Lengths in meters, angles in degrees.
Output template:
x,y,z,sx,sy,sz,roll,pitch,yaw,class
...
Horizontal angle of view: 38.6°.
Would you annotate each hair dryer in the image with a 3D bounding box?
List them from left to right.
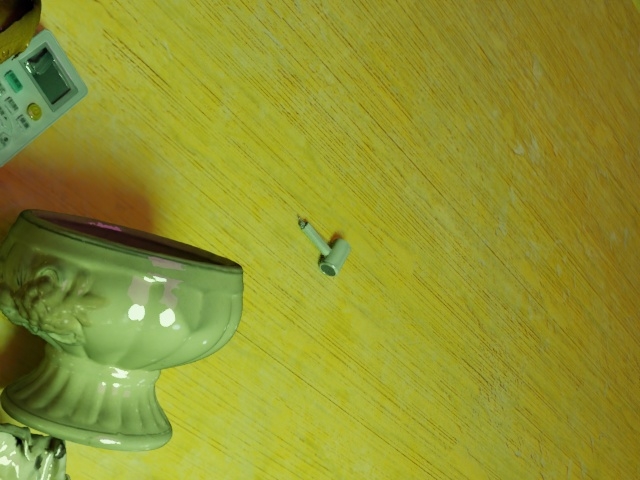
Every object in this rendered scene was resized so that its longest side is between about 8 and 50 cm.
x,y,z,sx,sy,sz,roll,pitch,yaw,class
0.000,0.000,1.587,0.124,0.038,0.063,49,52,-24,hair dryer

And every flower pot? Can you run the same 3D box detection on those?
x,y,z,sx,sy,sz,roll,pitch,yaw,class
-0.259,0.110,1.123,0.307,0.307,0.244,13,92,-46,flower pot

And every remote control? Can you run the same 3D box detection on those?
x,y,z,sx,sy,sz,roll,pitch,yaw,class
-0.411,-0.151,1.137,0.293,0.051,0.103,-52,124,-40,remote control

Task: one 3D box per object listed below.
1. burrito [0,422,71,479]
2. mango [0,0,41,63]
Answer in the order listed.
x,y,z,sx,sy,sz,roll,pitch,yaw,class
-0.444,0.267,1.008,0.332,0.135,0.190,25,84,-47,burrito
-0.432,-0.251,1.057,0.156,0.151,0.248,37,41,8,mango
